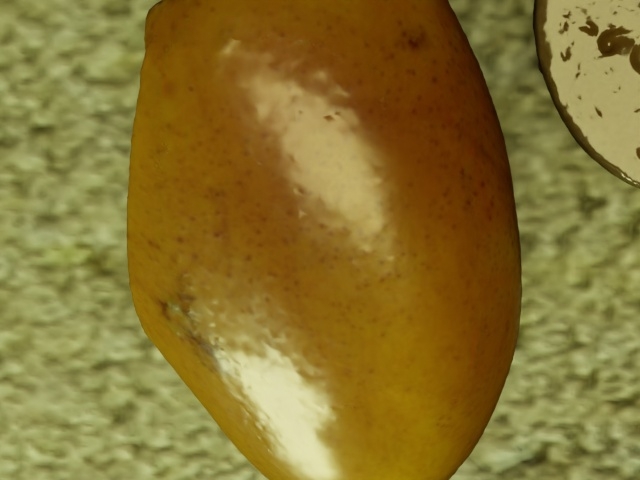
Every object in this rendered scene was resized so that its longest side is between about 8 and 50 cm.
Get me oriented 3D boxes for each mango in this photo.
[{"bbox_3d":[0.000,0.000,0.566,0.154,0.126,0.252,-4,109,18],"label":"mango"}]

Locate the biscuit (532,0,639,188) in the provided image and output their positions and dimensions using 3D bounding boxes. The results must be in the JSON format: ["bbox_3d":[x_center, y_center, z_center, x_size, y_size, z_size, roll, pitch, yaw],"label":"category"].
[{"bbox_3d":[0.165,-0.100,0.561,0.170,0.050,0.170,2,101,8],"label":"biscuit"}]
